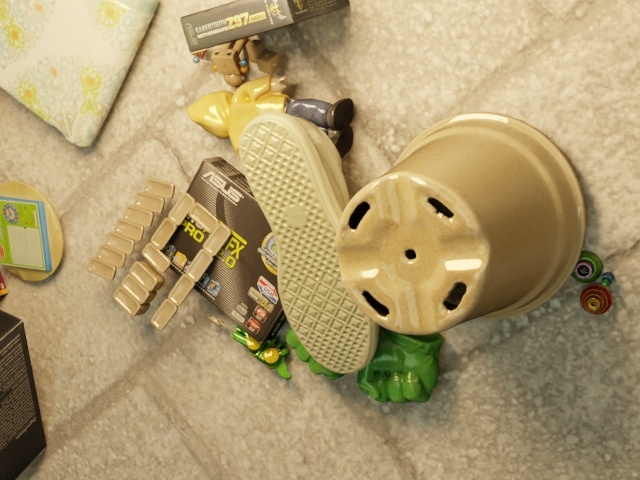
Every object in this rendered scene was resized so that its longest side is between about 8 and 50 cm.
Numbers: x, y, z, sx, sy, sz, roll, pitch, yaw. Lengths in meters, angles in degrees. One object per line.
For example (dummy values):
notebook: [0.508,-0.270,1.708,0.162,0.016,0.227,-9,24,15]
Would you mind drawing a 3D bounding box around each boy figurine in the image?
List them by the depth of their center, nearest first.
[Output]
boy figurine: [-0.089,-0.192,1.591,0.285,0.092,0.177,8,116,25]

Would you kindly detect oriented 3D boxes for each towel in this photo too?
towel: [-0.498,-0.402,1.730,0.374,0.090,0.321,37,118,12]

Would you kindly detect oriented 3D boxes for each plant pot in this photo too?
plant pot: [0.186,-0.008,1.378,0.333,0.305,0.334,7,104,27]

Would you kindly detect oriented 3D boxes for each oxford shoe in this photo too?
oxford shoe: [0.000,0.000,1.513,0.169,0.130,0.450,-12,106,25]

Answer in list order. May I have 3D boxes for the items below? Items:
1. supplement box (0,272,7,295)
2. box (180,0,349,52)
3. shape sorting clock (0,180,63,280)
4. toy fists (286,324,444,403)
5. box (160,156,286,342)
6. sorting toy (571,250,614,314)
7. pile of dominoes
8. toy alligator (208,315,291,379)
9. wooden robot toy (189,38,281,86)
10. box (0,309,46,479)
supplement box: [-0.733,0.042,1.940,0.080,0.104,0.188,-15,97,27]
box: [-0.080,-0.354,1.465,0.183,0.232,0.059,-9,106,26]
shape sorting clock: [-0.592,-0.018,1.895,0.206,0.040,0.206,8,110,23]
toy fists: [0.069,0.189,1.616,0.279,0.096,0.142,21,112,17]
box: [-0.142,0.015,1.677,0.270,0.060,0.216,38,114,14]
sorting toy: [0.417,0.067,1.453,0.061,0.042,0.102,-21,94,28]
pile of dominoes: [-0.289,0.019,1.708,0.196,0.040,0.251,41,106,14]
toy alligator: [-0.117,0.179,1.726,0.189,0.056,0.051,37,73,13]
wooden robot toy: [-0.140,-0.300,1.615,0.173,0.076,0.079,8,142,23]
box: [-0.746,0.302,1.885,0.293,0.212,0.396,21,133,18]
